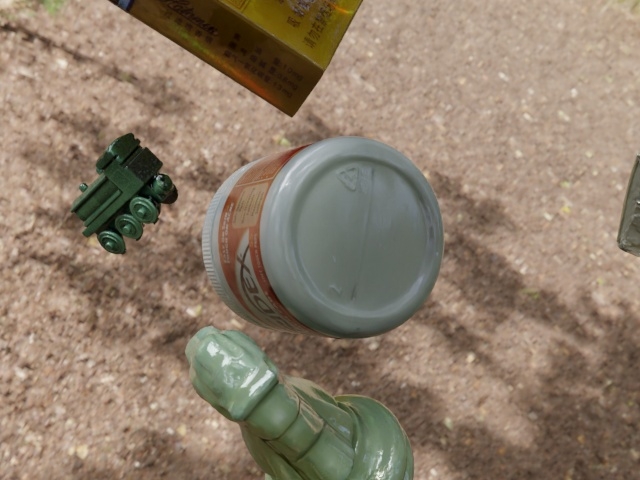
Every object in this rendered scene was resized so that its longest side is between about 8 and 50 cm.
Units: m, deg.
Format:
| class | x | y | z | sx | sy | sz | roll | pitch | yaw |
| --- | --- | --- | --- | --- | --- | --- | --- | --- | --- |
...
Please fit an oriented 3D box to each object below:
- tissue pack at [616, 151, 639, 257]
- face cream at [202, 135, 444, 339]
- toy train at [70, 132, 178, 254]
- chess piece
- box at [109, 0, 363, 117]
| class | x | y | z | sx | sy | sz | roll | pitch | yaw |
| --- | --- | --- | --- | --- | --- | --- | --- | --- | --- |
| tissue pack | 0.483 | -0.072 | 1.236 | 0.196 | 0.148 | 0.092 | -29 | 44 | -35 |
| face cream | 0.000 | 0.000 | 0.978 | 0.201 | 0.187 | 0.201 | 1 | 87 | -28 |
| toy train | -0.257 | -0.055 | 1.208 | 0.111 | 0.170 | 0.071 | 46 | 43 | -11 |
| chess piece | -0.038 | 0.179 | 0.940 | 0.298 | 0.176 | 0.175 | 51 | 25 | -40 |
| box | -0.157 | -0.394 | 1.421 | 0.415 | 0.116 | 0.264 | 33 | 43 | -9 |
